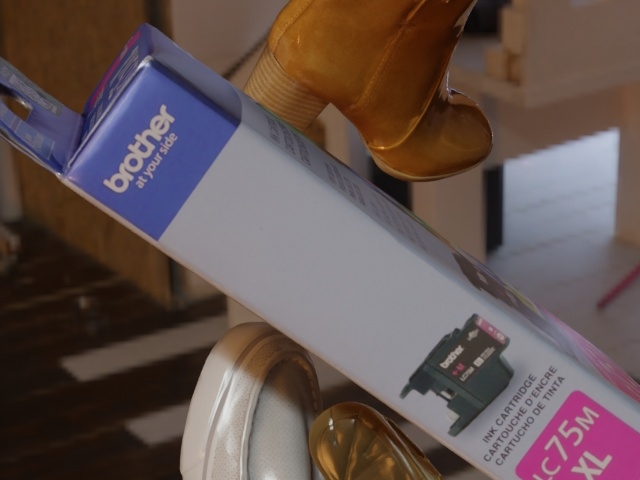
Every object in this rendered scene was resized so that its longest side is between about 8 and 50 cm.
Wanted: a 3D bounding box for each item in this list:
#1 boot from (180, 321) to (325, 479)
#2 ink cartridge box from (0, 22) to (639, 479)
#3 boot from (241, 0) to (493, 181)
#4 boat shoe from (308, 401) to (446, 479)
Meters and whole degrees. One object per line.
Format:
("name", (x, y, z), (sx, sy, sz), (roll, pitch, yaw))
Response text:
("boot", (-0.004, 0.172, 0.802), (0.095, 0.258, 0.123), (4, -3, -43))
("ink cartridge box", (0.000, 0.000, 0.624), (0.311, 0.065, 0.186), (33, 6, -11))
("boot", (0.088, -0.155, 1.286), (0.295, 0.211, 0.104), (4, 50, -40))
("boat shoe", (0.047, 0.128, 0.692), (0.050, 0.135, 0.045), (-32, -7, 13))
